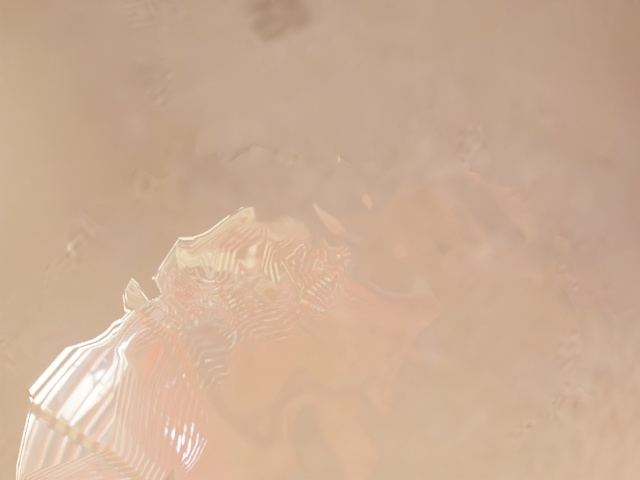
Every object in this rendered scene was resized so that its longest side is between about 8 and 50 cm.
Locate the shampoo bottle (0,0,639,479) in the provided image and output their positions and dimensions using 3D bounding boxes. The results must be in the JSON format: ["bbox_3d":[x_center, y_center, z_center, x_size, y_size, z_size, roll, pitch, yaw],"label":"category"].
[{"bbox_3d":[0.004,0.016,0.503,0.317,0.322,0.322,-18,159,-27],"label":"shampoo bottle"}]
